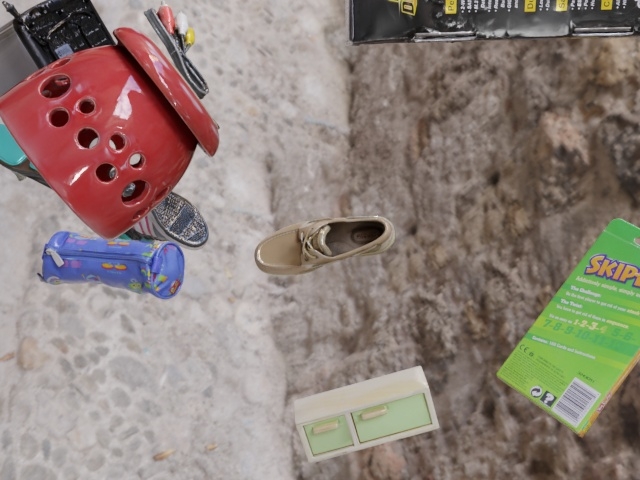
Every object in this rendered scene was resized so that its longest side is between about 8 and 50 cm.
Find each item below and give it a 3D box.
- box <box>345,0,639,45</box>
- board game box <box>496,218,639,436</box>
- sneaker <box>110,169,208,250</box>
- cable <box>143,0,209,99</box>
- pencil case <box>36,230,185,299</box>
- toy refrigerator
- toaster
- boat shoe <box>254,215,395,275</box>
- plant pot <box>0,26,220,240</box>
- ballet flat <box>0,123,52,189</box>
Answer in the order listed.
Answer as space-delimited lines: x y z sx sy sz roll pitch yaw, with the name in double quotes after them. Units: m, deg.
0.142 -0.306 0.546 0.256 0.322 0.079 -2 16 0 "box"
0.346 0.102 0.963 0.124 0.259 0.039 35 -3 36 "board game box"
-0.393 -0.029 1.846 0.295 0.178 0.124 35 52 17 "sneaker"
-0.311 -0.436 1.718 0.139 0.072 0.287 38 18 -47 "cable"
-0.439 0.048 1.611 0.133 0.305 0.120 33 64 -69 "pencil case"
0.090 0.348 1.540 0.094 0.269 0.102 -98 173 -70 "toy refrigerator"
-0.356 -0.238 1.046 0.186 0.110 0.168 61 29 -21 "toaster"
0.000 0.000 1.791 0.110 0.340 0.122 31 46 -76 "boat shoe"
-0.221 -0.124 0.837 0.191 0.174 0.191 50 -4 5 "plant pot"
-0.652 -0.168 1.755 0.280 0.096 0.095 29 57 17 "ballet flat"
